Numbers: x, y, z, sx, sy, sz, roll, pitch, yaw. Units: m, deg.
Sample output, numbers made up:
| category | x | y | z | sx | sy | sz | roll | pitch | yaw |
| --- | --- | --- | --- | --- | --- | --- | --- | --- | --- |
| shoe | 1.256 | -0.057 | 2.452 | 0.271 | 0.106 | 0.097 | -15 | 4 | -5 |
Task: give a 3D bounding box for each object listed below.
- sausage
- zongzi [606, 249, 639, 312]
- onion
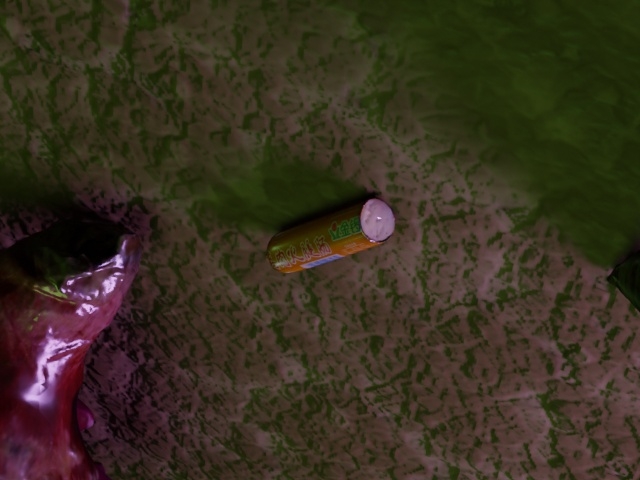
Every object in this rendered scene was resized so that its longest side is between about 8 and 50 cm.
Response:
| category | x | y | z | sx | sy | sz | roll | pitch | yaw |
| --- | --- | --- | --- | --- | --- | --- | --- | --- | --- |
| sausage | 0.000 | 0.000 | 1.241 | 0.107 | 0.031 | 0.031 | -19 | 123 | 44 |
| zongzi | 0.309 | 0.033 | 1.045 | 0.286 | 0.138 | 0.300 | 2 | -178 | -8 |
| onion | -0.276 | 0.140 | 1.347 | 0.398 | 0.398 | 0.420 | 41 | 119 | -16 |
